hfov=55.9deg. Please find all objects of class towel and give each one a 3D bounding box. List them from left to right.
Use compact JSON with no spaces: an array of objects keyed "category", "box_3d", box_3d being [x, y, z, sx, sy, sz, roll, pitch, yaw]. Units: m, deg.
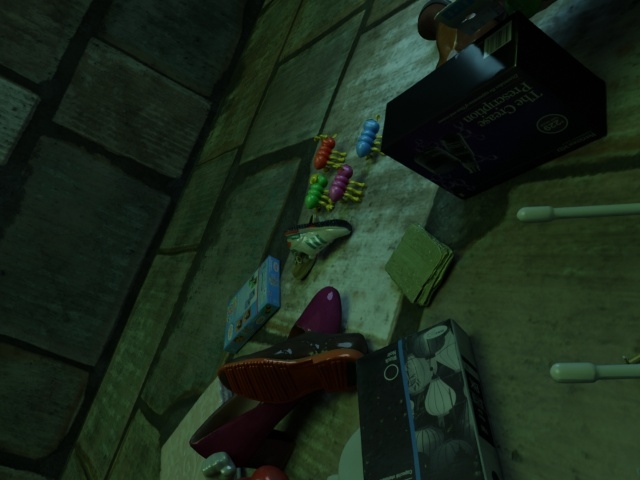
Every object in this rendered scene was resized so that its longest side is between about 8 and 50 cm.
[{"category":"towel","box_3d":[-0.279,0.521,1.371,0.317,0.053,0.332,-53,28,21]},{"category":"towel","box_3d":[0.163,0.038,1.008,0.110,0.027,0.148,-60,27,11]}]

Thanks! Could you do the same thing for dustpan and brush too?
[{"category":"dustpan and brush","box_3d":[0.058,0.344,0.904,0.211,0.060,0.147,-31,37,39]}]

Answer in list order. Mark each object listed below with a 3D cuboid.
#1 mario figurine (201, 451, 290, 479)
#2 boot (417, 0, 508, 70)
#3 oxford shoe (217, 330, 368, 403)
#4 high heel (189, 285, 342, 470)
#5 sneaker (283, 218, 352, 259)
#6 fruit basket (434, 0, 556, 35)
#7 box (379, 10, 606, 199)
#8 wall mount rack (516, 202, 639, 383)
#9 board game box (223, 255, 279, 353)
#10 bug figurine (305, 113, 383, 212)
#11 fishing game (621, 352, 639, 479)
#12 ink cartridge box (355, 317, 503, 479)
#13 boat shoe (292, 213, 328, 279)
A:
[{"category":"mario figurine","box_3d":[-0.159,0.494,1.008,0.320,0.198,0.170,-57,-1,27]},{"category":"boot","box_3d":[0.235,-0.324,1.180,0.264,0.096,0.280,25,96,57]},{"category":"oxford shoe","box_3d":[-0.046,0.217,1.063,0.271,0.097,0.098,-7,30,12]},{"category":"high heel","box_3d":[-0.090,0.241,1.119,0.127,0.181,0.377,-3,64,62]},{"category":"sneaker","box_3d":[0.000,0.000,1.312,0.161,0.075,0.057,-6,14,26]},{"category":"fruit basket","box_3d":[0.337,-0.376,0.797,0.353,0.165,0.327,-36,-1,25]},{"category":"box","box_3d":[0.241,-0.178,0.877,0.261,0.184,0.103,-27,46,52]},{"category":"wall mount rack","box_3d":[0.352,0.000,0.535,0.304,0.130,0.350,-38,30,36]},{"category":"board game box","box_3d":[-0.174,0.162,1.519,0.211,0.039,0.160,-46,30,32]},{"category":"bug figurine","box_3d":[0.042,-0.173,1.384,0.279,0.072,0.216,-7,61,60]},{"category":"fishing game","box_3d":[0.355,0.172,0.504,0.189,0.041,0.264,-45,31,30]},{"category":"ink cartridge box","box_3d":[0.134,0.270,0.757,0.165,0.065,0.332,-29,40,23]},{"category":"boat shoe","box_3d":[-0.031,0.015,1.374,0.153,0.048,0.056,-62,25,3]}]
